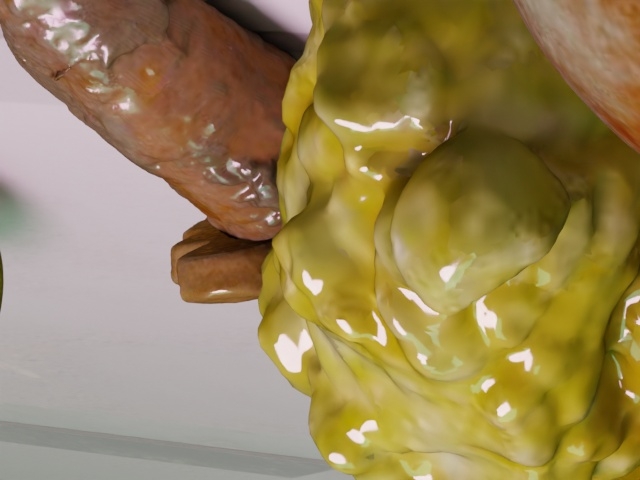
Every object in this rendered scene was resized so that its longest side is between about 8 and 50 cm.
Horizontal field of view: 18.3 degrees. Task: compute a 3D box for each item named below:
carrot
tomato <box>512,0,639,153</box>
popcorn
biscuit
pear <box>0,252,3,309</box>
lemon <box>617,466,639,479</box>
[{"bbox_3d":[-0.089,-0.096,0.949,0.102,0.102,0.263,-2,151,37],"label":"carrot"},{"bbox_3d":[0.154,-0.104,0.452,0.270,0.223,0.270,20,142,16],"label":"tomato"},{"bbox_3d":[0.088,-0.021,0.830,0.235,0.242,0.250,15,151,16],"label":"popcorn"},{"bbox_3d":[0.000,0.000,1.117,0.212,0.041,0.238,-16,-171,-21],"label":"biscuit"},{"bbox_3d":[-0.312,0.009,1.304,0.216,0.166,0.180,38,174,1],"label":"pear"},{"bbox_3d":[0.265,0.267,1.395,0.387,0.350,0.350,25,159,-23],"label":"lemon"}]
